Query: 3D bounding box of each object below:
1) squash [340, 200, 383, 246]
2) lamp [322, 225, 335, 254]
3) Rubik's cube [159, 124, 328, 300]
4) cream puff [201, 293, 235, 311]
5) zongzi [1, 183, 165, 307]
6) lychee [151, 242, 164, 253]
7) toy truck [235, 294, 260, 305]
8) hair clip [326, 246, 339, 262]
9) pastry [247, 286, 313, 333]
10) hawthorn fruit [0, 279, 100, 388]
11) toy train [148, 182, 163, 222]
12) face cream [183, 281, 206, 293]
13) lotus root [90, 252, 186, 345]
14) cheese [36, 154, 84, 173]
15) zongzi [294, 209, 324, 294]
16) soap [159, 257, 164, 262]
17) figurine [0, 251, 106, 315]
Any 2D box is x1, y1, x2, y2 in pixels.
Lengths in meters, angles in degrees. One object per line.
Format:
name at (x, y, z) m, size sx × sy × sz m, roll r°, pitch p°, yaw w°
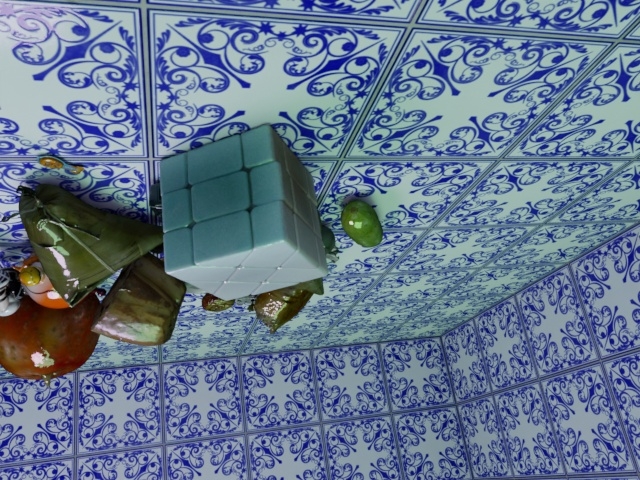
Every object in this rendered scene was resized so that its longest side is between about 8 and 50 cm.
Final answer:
squash at (0.149, -0.037, 1.892) m, size 0.118 × 0.118 × 0.370 m, roll -13°, pitch 161°, yaw 11°
lamp at (0.000, 0.000, 1.935) m, size 0.105 × 0.105 × 0.105 m, roll -8°, pitch 158°, yaw -3°
Rubik's cube at (-0.190, -0.054, 1.447) m, size 0.322 × 0.315 × 0.319 m, roll -16°, pitch 157°, yaw 14°
cream puff at (-0.437, 0.250, 2.411) m, size 0.149 × 0.084 × 0.149 m, roll -11°, pitch 159°, yaw -4°
zongzi at (-0.606, -0.070, 1.515) m, size 0.418 × 0.181 × 0.447 m, roll -31°, pitch 146°, yaw -26°
lychee at (-0.524, 0.011, 1.816) m, size 0.067 × 0.068 × 0.083 m, roll 46°, pitch 140°, yaw -12°
toy truck at (-0.291, 0.182, 2.283) m, size 0.125 × 0.101 × 0.242 m, roll 3°, pitch 153°, yaw -16°
hair clip at (-0.005, 0.049, 2.132) m, size 0.172 × 0.049 × 0.116 m, roll 8°, pitch 148°, yaw -31°
pastry at (-0.123, 0.202, 2.215) m, size 0.329 × 0.136 × 0.329 m, roll -45°, pitch 165°, yaw -16°
hawthorn fruit at (-0.962, 0.319, 1.973) m, size 0.403 × 0.402 × 0.403 m, roll -8°, pitch 158°, yaw -3°
toy train at (-0.400, -0.052, 1.671) m, size 0.086 × 0.089 × 0.409 m, roll -8°, pitch 159°, yaw 1°
face cream at (-0.407, 0.090, 1.934) m, size 0.177 × 0.152 × 0.177 m, roll -7°, pitch 158°, yaw -3°
lotus root at (-0.542, 0.182, 1.748) m, size 0.250 × 0.316 × 0.316 m, roll 28°, pitch 147°, yaw -12°
cheese at (-0.627, -0.182, 1.354) m, size 0.047 × 0.017 × 0.111 m, roll -22°, pitch 155°, yaw 36°
zongzi at (-0.165, 0.071, 1.846) m, size 0.356 × 0.174 × 0.392 m, roll -5°, pitch 136°, yaw 0°
soap at (-0.539, 0.132, 2.091) m, size 0.140 × 0.073 × 0.232 m, roll -19°, pitch 156°, yaw 13°
figurine at (-0.851, 0.123, 1.747) m, size 0.323 × 0.196 × 0.320 m, roll -13°, pitch -173°, yaw -17°
